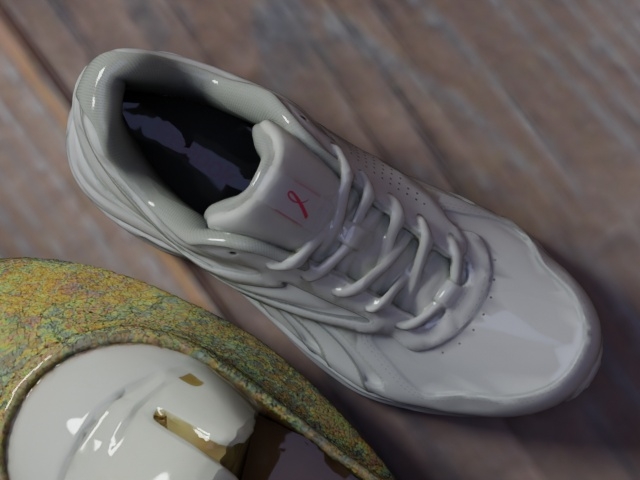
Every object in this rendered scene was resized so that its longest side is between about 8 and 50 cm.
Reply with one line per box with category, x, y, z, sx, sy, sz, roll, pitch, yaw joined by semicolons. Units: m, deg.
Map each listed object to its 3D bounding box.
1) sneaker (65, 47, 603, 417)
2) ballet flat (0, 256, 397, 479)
sneaker;0.000;0.000;0.718;0.232;0.115;0.090;26;87;4
ballet flat;-0.016;0.118;0.711;0.348;0.123;0.123;37;87;4
